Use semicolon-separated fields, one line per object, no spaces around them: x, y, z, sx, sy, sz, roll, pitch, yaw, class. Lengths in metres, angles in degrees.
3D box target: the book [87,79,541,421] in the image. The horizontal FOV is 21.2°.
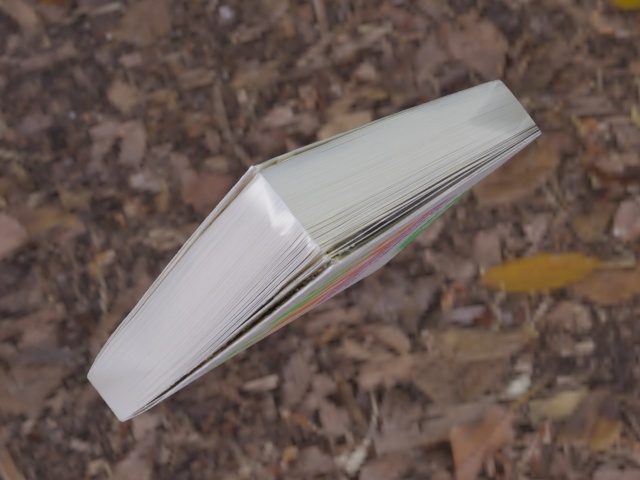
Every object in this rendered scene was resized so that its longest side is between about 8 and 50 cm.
0.000;0.000;0.533;0.035;0.096;0.144;52;35;6;book
